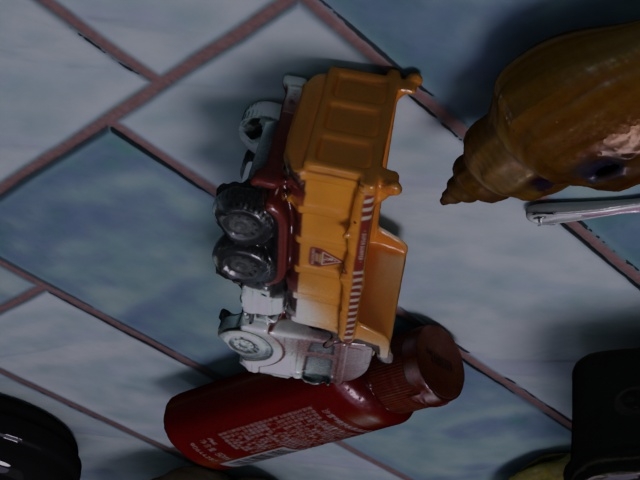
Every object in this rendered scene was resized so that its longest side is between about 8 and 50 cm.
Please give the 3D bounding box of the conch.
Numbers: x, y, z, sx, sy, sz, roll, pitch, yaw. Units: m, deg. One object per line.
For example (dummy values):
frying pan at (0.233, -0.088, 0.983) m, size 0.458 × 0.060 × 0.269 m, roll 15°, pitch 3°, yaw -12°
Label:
conch at (0.194, -0.088, 0.595) m, size 0.330 × 0.093 × 0.109 m, roll -26°, pitch 127°, yaw 39°

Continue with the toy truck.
toy truck at (0.000, 0.000, 0.761) m, size 0.135 × 0.114 × 0.270 m, roll 12°, pitch 145°, yaw 4°

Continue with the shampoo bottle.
shampoo bottle at (-0.010, 0.151, 1.017) m, size 0.314 × 0.076 × 0.118 m, roll -24°, pitch 134°, yaw 39°

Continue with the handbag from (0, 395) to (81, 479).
handbag at (-0.433, 0.259, 1.262) m, size 0.308 × 0.093 × 0.253 m, roll 2°, pitch 146°, yaw 10°

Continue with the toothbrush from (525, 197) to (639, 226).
toothbrush at (0.245, -0.022, 0.747) m, size 0.204 × 0.022 × 0.017 m, roll -3°, pitch 140°, yaw 19°

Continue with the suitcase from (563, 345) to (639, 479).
suitcase at (0.362, 0.269, 0.912) m, size 0.283 × 0.194 × 0.433 m, roll -8°, pitch 124°, yaw 20°

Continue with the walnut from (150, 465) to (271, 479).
walnut at (-0.120, 0.390, 1.265) m, size 0.227 × 0.273 × 0.273 m, roll -35°, pitch 136°, yaw 4°

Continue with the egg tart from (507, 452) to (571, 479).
egg tart at (0.332, 0.325, 1.169) m, size 0.290 × 0.115 × 0.290 m, roll 4°, pitch 146°, yaw 3°
